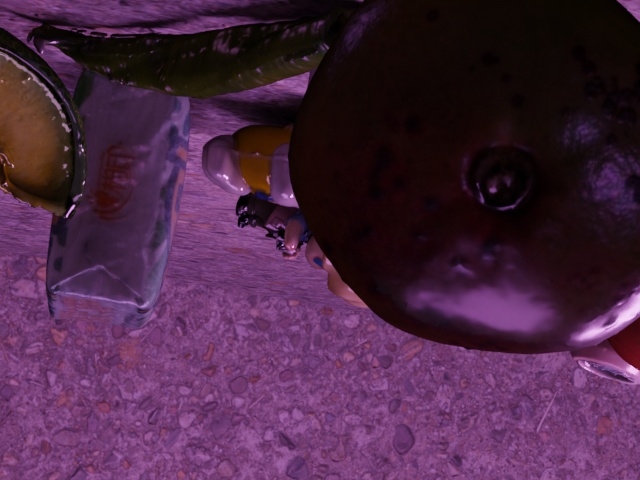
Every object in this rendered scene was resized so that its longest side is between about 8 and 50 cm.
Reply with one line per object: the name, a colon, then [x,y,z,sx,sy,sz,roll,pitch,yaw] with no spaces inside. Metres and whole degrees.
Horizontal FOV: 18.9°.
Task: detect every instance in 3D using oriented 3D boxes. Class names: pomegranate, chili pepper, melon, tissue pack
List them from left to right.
melon: [-0.318,-0.145,1.694,0.265,0.129,0.169,24,-165,-28]
tissue pack: [-0.209,-0.036,1.977,0.128,0.228,0.311,9,172,-5]
chili pepper: [-0.099,-0.154,1.582,0.359,0.076,0.085,1,-165,42]
pomegranate: [0.142,-0.069,1.338,0.291,0.291,0.323,4,-161,27]

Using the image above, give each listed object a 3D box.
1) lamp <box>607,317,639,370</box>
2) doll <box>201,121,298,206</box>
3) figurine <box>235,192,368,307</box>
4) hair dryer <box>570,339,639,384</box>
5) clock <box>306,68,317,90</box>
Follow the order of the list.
lamp: [0.415,0.051,2.148,0.227,0.227,0.227,7,173,1]
doll: [0.009,-0.064,1.969,0.237,0.111,0.252,5,176,27]
figurine: [0.000,0.000,2.076,0.196,0.108,0.114,20,153,9]
hair dryer: [0.267,0.024,2.280,0.344,0.189,0.107,25,168,-15]
clock: [0.101,-0.120,1.632,0.150,0.063,0.197,2,172,35]
